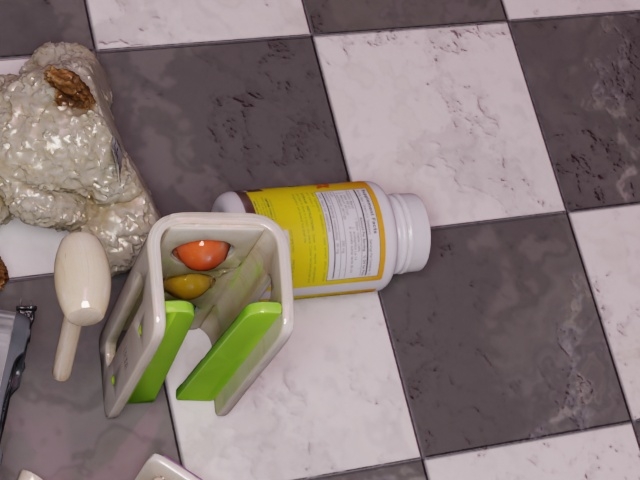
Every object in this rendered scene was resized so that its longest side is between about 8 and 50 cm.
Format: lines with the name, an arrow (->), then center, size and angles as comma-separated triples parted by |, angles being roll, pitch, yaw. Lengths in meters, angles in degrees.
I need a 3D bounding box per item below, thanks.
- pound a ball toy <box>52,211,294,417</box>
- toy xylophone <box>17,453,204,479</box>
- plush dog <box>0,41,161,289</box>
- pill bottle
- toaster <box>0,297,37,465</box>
pound a ball toy -> -0.154, 0.057, 1.408 | 0.208, 0.319, 0.136 | 1, 67, -17
toy xylophone -> -0.214, 0.340, 1.401 | 0.236, 0.081, 0.323 | 25, 62, -5
plush dog -> -0.308, -0.078, 1.513 | 0.225, 0.210, 0.262 | -24, 72, 3
pill bottle -> 0.000, 0.000, 1.596 | 0.215, 0.117, 0.117 | -5, 69, -19
toaster -> -0.351, 0.141, 1.420 | 0.146, 0.129, 0.227 | 12, 66, -10
